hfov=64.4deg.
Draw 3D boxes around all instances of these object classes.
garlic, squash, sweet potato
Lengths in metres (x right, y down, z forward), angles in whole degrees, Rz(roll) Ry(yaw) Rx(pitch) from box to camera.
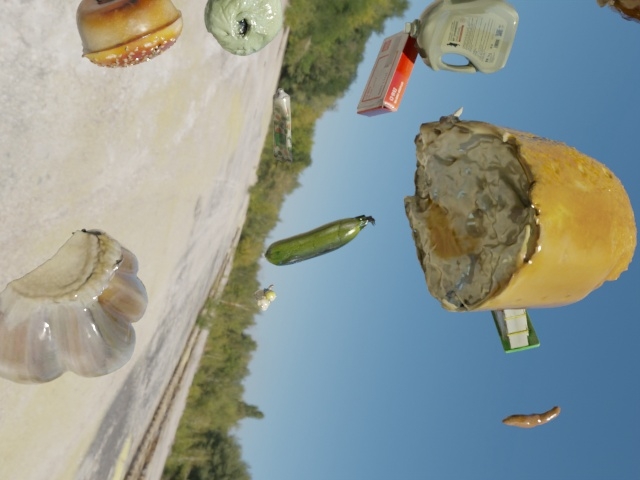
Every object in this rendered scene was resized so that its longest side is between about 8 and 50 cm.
[{"bbox_3d":[-0.381,0.103,0.788,0.292,0.209,0.238,115,-23,-57],"label":"garlic"},{"bbox_3d":[-0.001,-0.001,1.446,0.087,0.331,0.087,-21,90,-87],"label":"squash"},{"bbox_3d":[0.567,0.476,1.358,0.044,0.178,0.044,176,-90,-78],"label":"sweet potato"}]

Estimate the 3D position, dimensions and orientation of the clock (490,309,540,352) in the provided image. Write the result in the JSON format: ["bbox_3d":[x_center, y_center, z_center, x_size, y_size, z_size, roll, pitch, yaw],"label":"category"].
[{"bbox_3d":[0.563,0.168,1.525,0.220,0.106,0.255,-91,161,-49],"label":"clock"}]

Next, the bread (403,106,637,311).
[{"bbox_3d":[0.383,-0.061,0.930,0.250,0.393,0.362,135,-48,-56],"label":"bread"}]

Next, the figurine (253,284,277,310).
[{"bbox_3d":[-0.135,0.138,1.268,0.051,0.047,0.083,-47,-161,4],"label":"figurine"}]

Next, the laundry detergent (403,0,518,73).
[{"bbox_3d":[0.326,-0.493,1.217,0.091,0.253,0.181,-86,180,-51],"label":"laundry detergent"}]

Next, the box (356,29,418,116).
[{"bbox_3d":[0.178,-0.428,1.317,0.123,0.050,0.230,10,-104,60],"label":"box"}]

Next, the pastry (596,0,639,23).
[{"bbox_3d":[0.436,-0.353,0.580,0.100,0.229,0.219,-40,161,-39],"label":"pastry"}]

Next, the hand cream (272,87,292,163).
[{"bbox_3d":[-0.084,-0.247,1.106,0.037,0.057,0.165,-32,136,-41],"label":"hand cream"}]

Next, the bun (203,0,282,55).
[{"bbox_3d":[-0.210,-0.617,1.386,0.108,0.221,0.221,-85,-167,-65],"label":"bun"}]

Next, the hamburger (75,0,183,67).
[{"bbox_3d":[-0.394,-0.445,1.057,0.148,0.236,0.237,75,18,-46],"label":"hamburger"}]
